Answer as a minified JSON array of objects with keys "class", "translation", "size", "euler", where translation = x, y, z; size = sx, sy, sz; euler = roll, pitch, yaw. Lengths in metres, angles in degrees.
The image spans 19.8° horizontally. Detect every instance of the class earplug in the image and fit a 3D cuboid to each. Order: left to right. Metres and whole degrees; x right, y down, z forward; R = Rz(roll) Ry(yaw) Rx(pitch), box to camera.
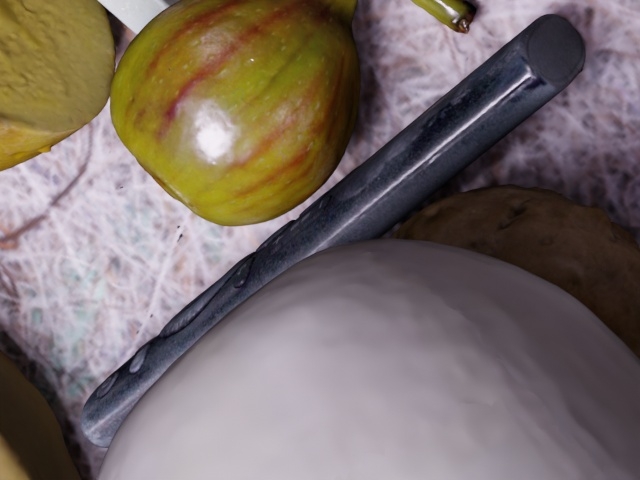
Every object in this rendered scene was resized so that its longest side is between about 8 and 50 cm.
[{"class":"earplug","translation":[0.073,0.195,0.885],"size":[0.394,0.312,0.312],"euler":[47,117,4]}]

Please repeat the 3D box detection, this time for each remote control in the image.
[{"class":"remote control","translation":[0.000,0.000,1.094],"size":[0.377,0.107,0.044],"euler":[-39,89,28]}]

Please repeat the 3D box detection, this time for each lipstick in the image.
[{"class":"lipstick","translation":[-0.133,-0.169,1.128],"size":[0.129,0.030,0.030],"euler":[41,117,3]}]

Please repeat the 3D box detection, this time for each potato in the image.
[{"class":"potato","translation":[-0.238,-0.109,1.122],"size":[0.203,0.178,0.158],"euler":[40,130,-4]}]

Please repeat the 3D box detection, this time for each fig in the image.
[{"class":"fig","translation":[-0.033,-0.097,1.054],"size":[0.148,0.142,0.186],"euler":[36,102,25]}]

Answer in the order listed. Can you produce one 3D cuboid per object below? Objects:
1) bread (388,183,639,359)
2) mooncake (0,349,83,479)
[{"class":"bread","translation":[0.117,0.079,1.069],"size":[0.230,0.123,0.230],"euler":[5,106,16]},{"class":"mooncake","translation":[-0.346,0.221,1.194],"size":[0.393,0.246,0.394],"euler":[2,107,-4]}]
